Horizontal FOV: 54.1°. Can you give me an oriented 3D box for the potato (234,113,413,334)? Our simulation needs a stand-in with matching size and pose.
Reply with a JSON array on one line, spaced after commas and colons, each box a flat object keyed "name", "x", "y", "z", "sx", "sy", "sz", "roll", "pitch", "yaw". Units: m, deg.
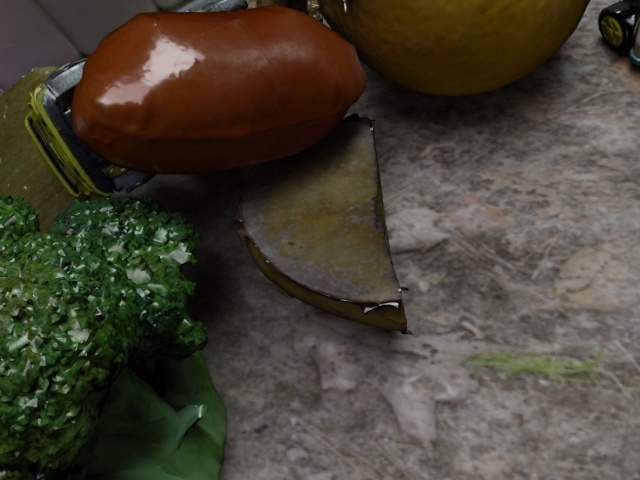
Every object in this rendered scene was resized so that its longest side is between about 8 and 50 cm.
[{"name": "potato", "x": 0.000, "y": 0.000, "z": 0.565, "sx": 0.138, "sy": 0.098, "sz": 0.243, "roll": -8, "pitch": 44, "yaw": 5}]

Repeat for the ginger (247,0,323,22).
[{"name": "ginger", "x": -0.033, "y": -0.266, "z": 0.711, "sx": 0.096, "sy": 0.165, "sz": 0.067, "roll": 2, "pitch": 75, "yaw": -23}]

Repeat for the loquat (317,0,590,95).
[{"name": "loquat", "x": 0.113, "y": -0.276, "z": 0.585, "sx": 0.275, "sy": 0.275, "sz": 0.275, "roll": -7, "pitch": 62, "yaw": 14}]

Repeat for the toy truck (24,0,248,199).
[{"name": "toy truck", "x": -0.164, "y": -0.145, "z": 0.652, "sx": 0.272, "sy": 0.124, "sz": 0.157, "roll": -39, "pitch": 16, "yaw": -33}]

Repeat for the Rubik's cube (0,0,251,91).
[{"name": "Rubik's cube", "x": -0.307, "y": -0.383, "z": 0.746, "sx": 0.316, "sy": 0.319, "sz": 0.322, "roll": -28, "pitch": 58, "yaw": 3}]

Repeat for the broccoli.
[{"name": "broccoli", "x": -0.233, "y": 0.144, "z": 0.469, "sx": 0.321, "sy": 0.310, "sz": 0.413, "roll": -14, "pitch": 43, "yaw": 11}]

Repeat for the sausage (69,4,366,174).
[{"name": "sausage", "x": -0.077, "y": -0.123, "z": 0.528, "sx": 0.258, "sy": 0.133, "sz": 0.133, "roll": -16, "pitch": 53, "yaw": -31}]

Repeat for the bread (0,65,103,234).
[{"name": "bread", "x": -0.345, "y": -0.051, "z": 0.709, "sx": 0.286, "sy": 0.056, "sz": 0.207, "roll": -32, "pitch": 82, "yaw": 12}]

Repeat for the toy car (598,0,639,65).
[{"name": "toy car", "x": 0.350, "y": -0.213, "z": 0.580, "sx": 0.126, "sy": 0.098, "sz": 0.161, "roll": -26, "pitch": 57, "yaw": 5}]
